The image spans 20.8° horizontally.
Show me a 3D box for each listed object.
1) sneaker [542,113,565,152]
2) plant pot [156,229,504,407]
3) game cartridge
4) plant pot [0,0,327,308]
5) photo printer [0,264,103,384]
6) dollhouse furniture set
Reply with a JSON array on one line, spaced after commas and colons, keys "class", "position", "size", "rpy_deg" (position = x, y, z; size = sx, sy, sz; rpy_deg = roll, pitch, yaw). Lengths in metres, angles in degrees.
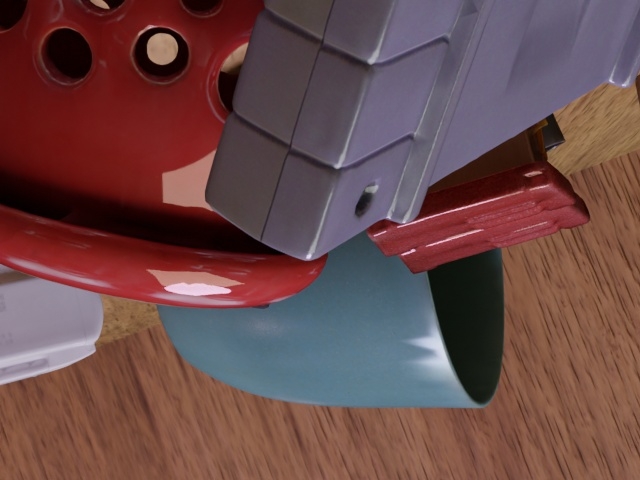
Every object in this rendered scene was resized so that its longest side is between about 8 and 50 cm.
[{"class": "sneaker", "position": [0.103, -0.102, 1.517], "size": [0.222, 0.118, 0.083], "rpy_deg": [-19, 174, -10]}, {"class": "plant pot", "position": [0.000, 0.000, 1.391], "size": [0.235, 0.293, 0.293], "rpy_deg": [-8, 177, 16]}, {"class": "game cartridge", "position": [0.097, -0.143, 0.663], "size": [0.355, 0.068, 0.230], "rpy_deg": [-30, 148, -56]}, {"class": "plant pot", "position": [-0.065, -0.071, 0.706], "size": [0.191, 0.174, 0.191], "rpy_deg": [12, -172, -2]}, {"class": "photo printer", "position": [-0.371, 0.091, 1.548], "size": [0.256, 0.107, 0.307], "rpy_deg": [-12, 179, -35]}, {"class": "dollhouse furniture set", "position": [0.187, -0.127, 0.992], "size": [0.374, 0.201, 0.152], "rpy_deg": [-15, 168, 12]}]
